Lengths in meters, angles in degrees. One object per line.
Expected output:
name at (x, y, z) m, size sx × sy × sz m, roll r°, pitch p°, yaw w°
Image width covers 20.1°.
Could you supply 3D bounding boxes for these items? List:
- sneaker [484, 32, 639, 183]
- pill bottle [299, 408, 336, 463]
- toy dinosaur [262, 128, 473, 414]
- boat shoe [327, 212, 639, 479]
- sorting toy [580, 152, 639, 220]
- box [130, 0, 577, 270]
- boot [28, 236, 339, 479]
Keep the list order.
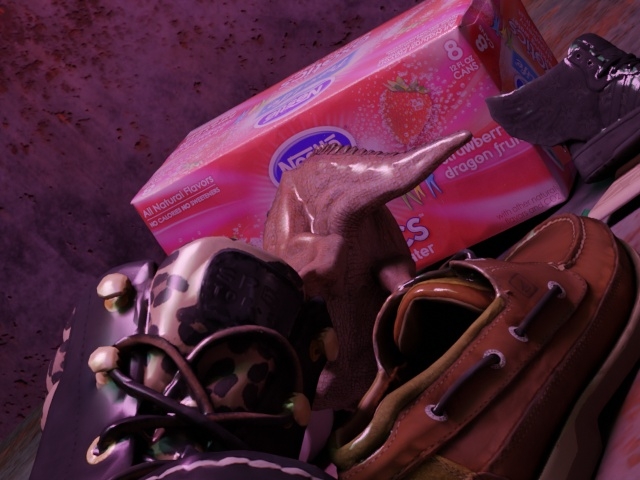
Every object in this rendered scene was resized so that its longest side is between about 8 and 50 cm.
sneaker at (0.188, -0.100, 1.141) m, size 0.051 × 0.089 × 0.170 m, roll -8°, pitch -26°, yaw -50°
pill bottle at (-0.030, 0.110, 1.259) m, size 0.086 × 0.086 × 0.152 m, roll -43°, pitch 8°, yaw 17°
toy dinosaur at (0.003, 0.022, 1.085) m, size 0.200 × 0.127 × 0.296 m, roll -101°, pitch 19°, yaw -49°
boat shoe at (0.088, 0.049, 0.884) m, size 0.110 × 0.104 × 0.307 m, roll -42°, pitch 9°, yaw 28°
sorting toy at (0.187, -0.031, 1.115) m, size 0.083 × 0.012 × 0.062 m, roll -39°, pitch 8°, yaw 40°
box at (0.032, -0.058, 1.336) m, size 0.300 × 0.154 × 0.142 m, roll -26°, pitch 16°, yaw 27°
boot at (-0.058, 0.115, 0.707) m, size 0.377 × 0.138 × 0.284 m, roll 111°, pitch 171°, yaw -49°
